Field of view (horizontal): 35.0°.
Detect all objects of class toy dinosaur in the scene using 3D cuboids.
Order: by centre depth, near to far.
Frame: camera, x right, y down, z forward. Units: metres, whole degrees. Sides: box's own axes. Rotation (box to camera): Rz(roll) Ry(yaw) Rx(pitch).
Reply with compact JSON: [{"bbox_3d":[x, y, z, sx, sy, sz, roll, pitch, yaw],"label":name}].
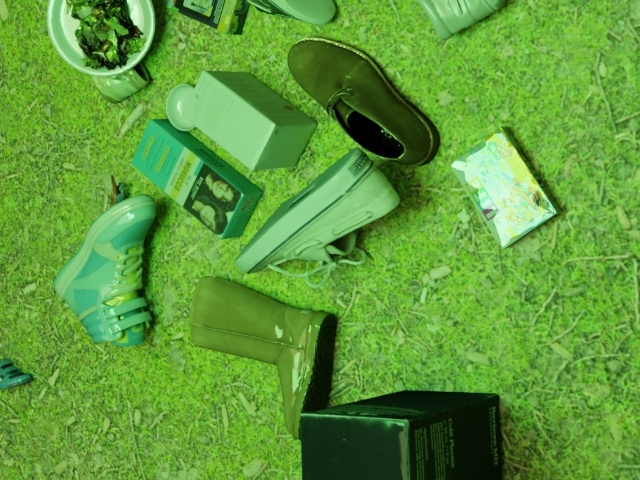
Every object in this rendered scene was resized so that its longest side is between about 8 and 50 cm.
[{"bbox_3d":[-0.393,-0.072,1.925,0.047,0.090,0.082,15,73,45],"label":"toy dinosaur"}]

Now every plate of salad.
[{"bbox_3d":[-0.391,-0.389,1.792,0.200,0.048,0.199,1,102,6],"label":"plate of salad"}]

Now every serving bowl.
[{"bbox_3d":[-0.237,-0.239,1.824,0.083,0.027,0.083,5,99,32],"label":"serving bowl"}]

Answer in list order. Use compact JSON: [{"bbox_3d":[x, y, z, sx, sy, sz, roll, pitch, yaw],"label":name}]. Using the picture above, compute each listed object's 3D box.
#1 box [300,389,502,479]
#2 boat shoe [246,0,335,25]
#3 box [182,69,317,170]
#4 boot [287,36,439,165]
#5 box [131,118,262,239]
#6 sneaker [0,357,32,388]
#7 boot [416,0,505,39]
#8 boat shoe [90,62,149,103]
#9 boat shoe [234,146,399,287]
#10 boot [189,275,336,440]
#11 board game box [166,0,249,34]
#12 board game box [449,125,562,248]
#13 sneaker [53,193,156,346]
[{"bbox_3d":[0.129,0.408,1.495,0.179,0.312,0.343,-3,87,33],"label":"box"},{"bbox_3d":[-0.078,-0.409,1.661,0.219,0.077,0.070,30,151,1],"label":"boat shoe"},{"bbox_3d":[-0.118,-0.202,1.694,0.170,0.130,0.091,39,115,22],"label":"box"},{"bbox_3d":[0.046,-0.226,1.598,0.305,0.115,0.112,41,118,22],"label":"boot"},{"bbox_3d":[-0.224,-0.112,1.814,0.244,0.060,0.100,38,115,22],"label":"box"},{"bbox_3d":[-0.673,0.282,2.158,0.144,0.053,0.059,0,95,31],"label":"sneaker"},{"bbox_3d":[0.161,-0.427,1.505,0.123,0.095,0.258,-32,81,24],"label":"boot"},{"bbox_3d":[-0.403,-0.398,1.871,0.089,0.104,0.285,-22,96,25],"label":"boat shoe"},{"bbox_3d":[0.005,-0.006,1.647,0.156,0.136,0.367,44,135,-9],"label":"boat shoe"},{"bbox_3d":[-0.110,0.201,1.777,0.270,0.089,0.236,12,90,30],"label":"boot"},{"bbox_3d":[-0.178,-0.457,1.745,0.141,0.048,0.170,28,110,24],"label":"board game box"},{"bbox_3d":[0.277,-0.079,1.524,0.103,0.026,0.154,-38,77,31],"label":"board game box"},{"bbox_3d":[-0.358,0.073,1.891,0.208,0.127,0.319,55,130,16],"label":"sneaker"}]
